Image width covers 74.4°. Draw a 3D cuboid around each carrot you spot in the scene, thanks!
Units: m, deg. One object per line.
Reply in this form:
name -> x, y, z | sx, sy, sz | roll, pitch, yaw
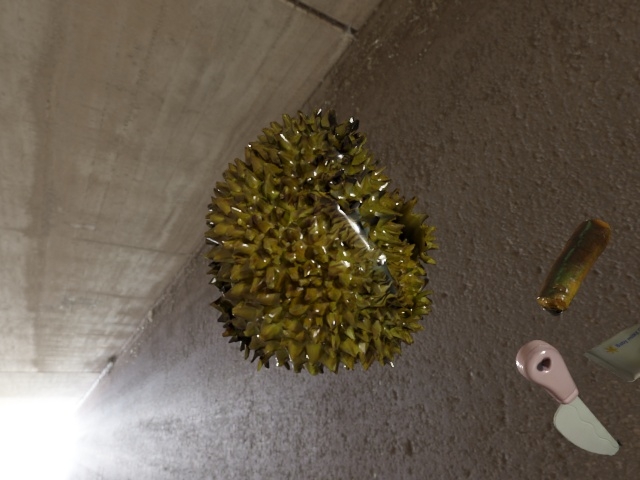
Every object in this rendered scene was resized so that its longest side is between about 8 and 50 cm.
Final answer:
carrot -> 0.514, 0.049, 0.852 | 0.260, 0.070, 0.070 | -43, 16, -29

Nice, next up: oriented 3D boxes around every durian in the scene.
durian -> -0.008, -0.003, 0.451 | 0.258, 0.258, 0.293 | -45, 38, 44

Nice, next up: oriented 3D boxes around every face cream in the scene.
face cream -> 0.705, 0.225, 0.915 | 0.114, 0.224, 0.070 | -138, 28, -69

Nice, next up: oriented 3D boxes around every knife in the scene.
knife -> 0.446, 0.303, 0.748 | 0.081, 0.336, 0.043 | -42, 17, -1
